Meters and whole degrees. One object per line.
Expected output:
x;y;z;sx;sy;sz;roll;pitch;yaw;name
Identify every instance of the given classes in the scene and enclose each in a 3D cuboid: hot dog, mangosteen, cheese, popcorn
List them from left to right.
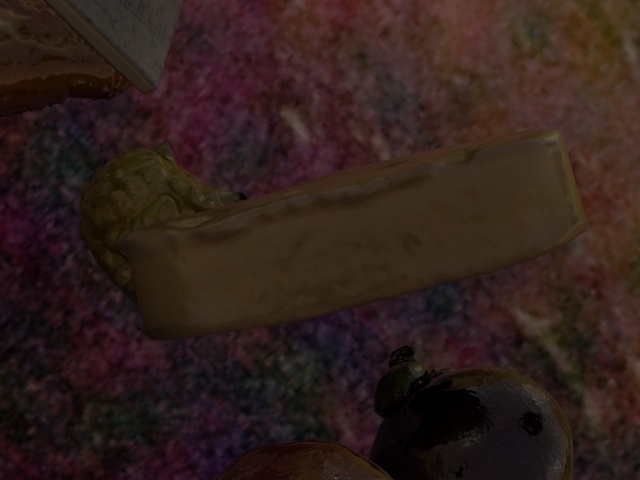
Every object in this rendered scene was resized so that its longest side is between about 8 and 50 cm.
-0.440;-0.316;2.111;0.365;0.196;0.367;-16;41;-30;hot dog
-0.217;-0.021;2.022;0.249;0.225;0.249;49;8;-10;popcorn
0.001;0.000;1.246;0.384;0.384;0.104;-19;96;-54;cheese
0.134;0.208;1.378;0.216;0.216;0.216;29;39;-27;mangosteen

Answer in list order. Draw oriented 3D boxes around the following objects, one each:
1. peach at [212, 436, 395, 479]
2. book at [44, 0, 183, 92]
-0.010;0.175;0.712;0.152;0.152;0.152;29;39;-27;peach
-0.213;-0.376;1.463;0.269;0.032;0.389;43;45;-43;book
